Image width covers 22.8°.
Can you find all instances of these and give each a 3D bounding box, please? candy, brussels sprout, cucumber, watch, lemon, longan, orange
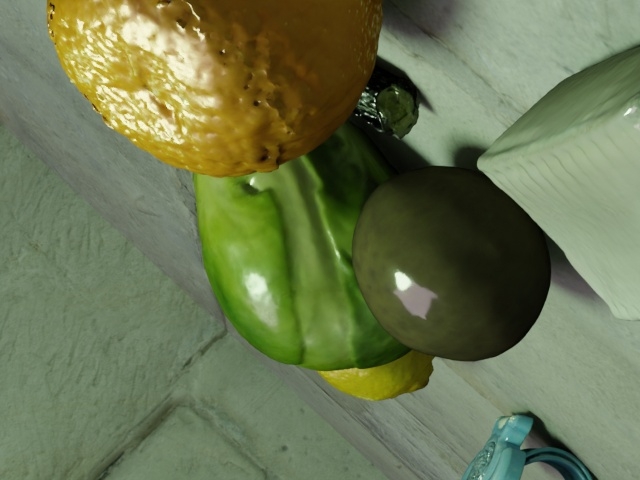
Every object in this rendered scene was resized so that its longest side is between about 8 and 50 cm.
[{"bbox_3d":[0.289,-0.053,1.290,0.208,0.145,0.358,47,166,-6],"label":"candy"},{"bbox_3d":[0.000,0.000,2.017,0.371,0.275,0.315,56,-158,-26],"label":"brussels sprout"},{"bbox_3d":[0.015,-0.198,1.841,0.245,0.067,0.067,35,164,37],"label":"cucumber"},{"bbox_3d":[0.330,0.389,2.462,0.193,0.211,0.211,31,168,-6],"label":"watch"},{"bbox_3d":[0.066,0.130,2.379,0.260,0.204,0.204,44,167,-8],"label":"lemon"},{"bbox_3d":[0.148,0.028,1.807,0.248,0.248,0.248,42,166,12],"label":"longan"},{"bbox_3d":[-0.095,-0.234,1.580,0.340,0.293,0.341,27,149,18],"label":"orange"}]
